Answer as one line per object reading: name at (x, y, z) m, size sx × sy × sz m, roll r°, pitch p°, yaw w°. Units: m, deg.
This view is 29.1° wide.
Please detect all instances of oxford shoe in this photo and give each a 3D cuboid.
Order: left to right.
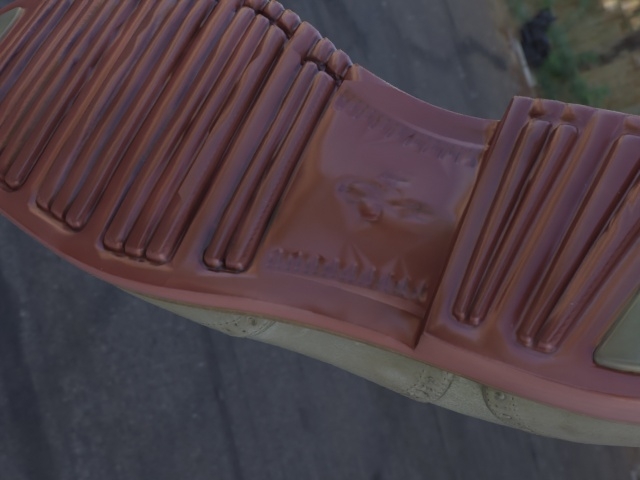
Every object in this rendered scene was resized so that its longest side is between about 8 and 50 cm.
oxford shoe at (0.000, 0.000, 0.528) m, size 0.140 × 0.397 × 0.146 m, roll -58°, pitch 153°, yaw -17°
